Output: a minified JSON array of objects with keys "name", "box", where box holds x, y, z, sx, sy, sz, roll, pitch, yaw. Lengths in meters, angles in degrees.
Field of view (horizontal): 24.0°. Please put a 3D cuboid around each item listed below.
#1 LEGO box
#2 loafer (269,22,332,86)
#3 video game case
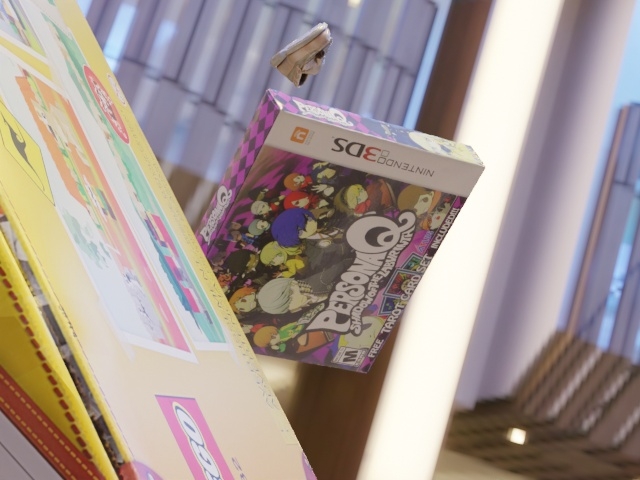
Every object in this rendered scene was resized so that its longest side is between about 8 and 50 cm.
[{"name":"LEGO box","box":[-0.203,-0.019,0.720,0.193,0.500,0.372,-28,-11,5]},{"name":"loafer","box":[-0.010,-0.168,1.376,0.039,0.045,0.125,53,-15,-8]},{"name":"video game case","box":[0.000,0.000,1.278,0.210,0.232,0.042,14,28,-31]}]
